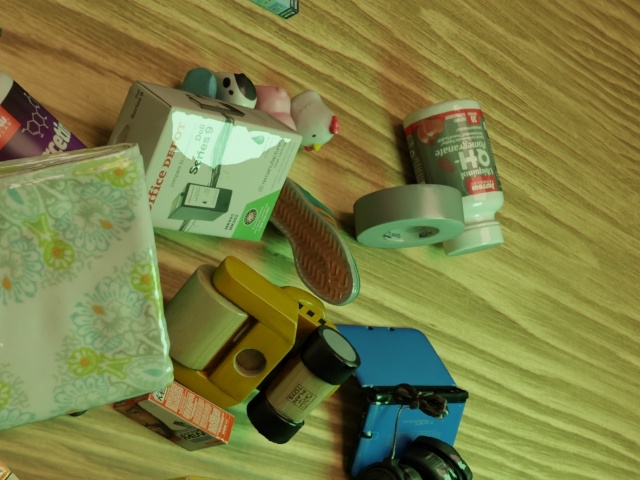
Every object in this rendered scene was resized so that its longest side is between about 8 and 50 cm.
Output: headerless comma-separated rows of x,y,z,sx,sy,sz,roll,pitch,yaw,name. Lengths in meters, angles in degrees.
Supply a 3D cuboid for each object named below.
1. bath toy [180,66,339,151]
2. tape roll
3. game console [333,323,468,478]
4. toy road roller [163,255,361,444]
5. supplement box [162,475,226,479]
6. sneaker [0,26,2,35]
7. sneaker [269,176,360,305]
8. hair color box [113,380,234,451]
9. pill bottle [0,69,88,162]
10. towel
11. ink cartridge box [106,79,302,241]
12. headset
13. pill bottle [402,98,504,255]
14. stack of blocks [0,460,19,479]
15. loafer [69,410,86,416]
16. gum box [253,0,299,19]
-0.099,-0.223,2.062,0.348,0.129,0.151,3,107,-46,bath toy
0.177,-0.046,2.221,0.219,0.219,0.072,9,69,-45,tape roll
0.134,0.313,2.183,0.293,0.173,0.250,8,101,-45,game console
-0.104,0.157,1.856,0.329,0.202,0.240,36,18,-16,toy road roller
-0.130,0.484,1.703,0.356,0.195,0.194,21,61,-42,supplement box
-0.544,-0.281,1.663,0.166,0.065,0.076,-31,115,-45,sneaker
0.000,0.000,2.031,0.121,0.108,0.302,21,31,-54,sneaker
-0.229,0.272,1.754,0.167,0.093,0.053,38,50,-31,hair color box
-0.450,-0.117,1.597,0.323,0.181,0.181,44,47,-27,pill bottle
-0.377,0.064,1.520,0.320,0.090,0.374,-11,106,-20,towel
-0.202,-0.124,1.841,0.289,0.121,0.211,7,112,-45,ink cartridge box
0.186,0.448,2.027,0.243,0.185,0.394,-21,110,-38,headset
0.297,-0.133,2.417,0.176,0.176,0.318,-5,79,-48,pill bottle
-0.506,0.399,1.346,0.087,0.171,0.297,53,44,-19,stack of blocks
-0.349,0.142,1.703,0.096,0.084,0.267,17,54,-8,loafer
-0.120,-0.551,2.228,0.184,0.041,0.157,19,62,-41,gum box
